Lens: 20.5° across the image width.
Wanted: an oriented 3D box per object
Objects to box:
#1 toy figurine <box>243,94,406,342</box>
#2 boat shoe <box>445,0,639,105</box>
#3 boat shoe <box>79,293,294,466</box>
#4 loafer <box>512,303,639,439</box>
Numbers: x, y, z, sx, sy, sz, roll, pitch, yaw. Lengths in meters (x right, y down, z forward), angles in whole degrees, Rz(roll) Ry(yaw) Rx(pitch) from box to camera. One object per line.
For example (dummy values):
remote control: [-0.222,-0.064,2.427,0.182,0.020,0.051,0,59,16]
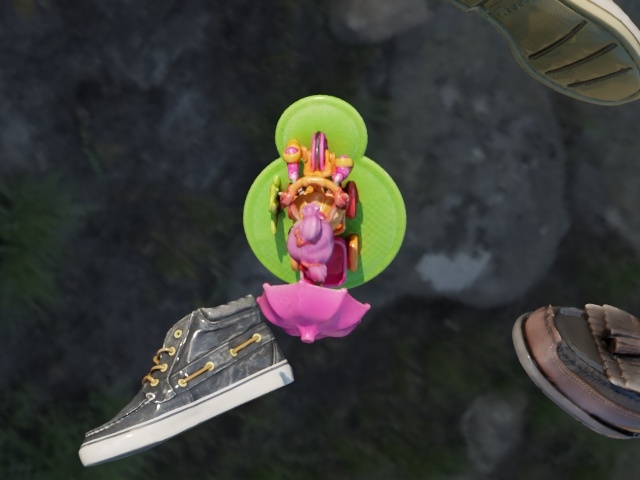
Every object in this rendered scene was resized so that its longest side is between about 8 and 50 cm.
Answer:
toy figurine: [0.000,0.000,1.328,0.130,0.159,0.173,0,118,2]
boat shoe: [0.198,-0.232,1.593,0.302,0.113,0.103,34,51,-34]
boat shoe: [-0.118,0.111,1.405,0.183,0.083,0.065,-23,174,-17]
loafer: [0.281,0.109,1.402,0.302,0.109,0.095,27,129,-34]
